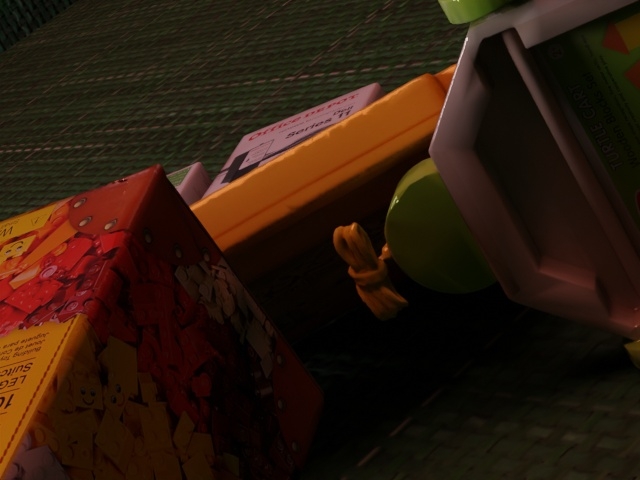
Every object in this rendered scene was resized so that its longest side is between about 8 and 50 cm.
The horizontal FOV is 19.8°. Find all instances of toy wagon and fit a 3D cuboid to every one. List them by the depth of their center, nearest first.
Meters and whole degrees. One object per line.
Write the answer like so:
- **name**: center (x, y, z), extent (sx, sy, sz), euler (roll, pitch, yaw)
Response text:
- **toy wagon**: center (0.168, -0.053, 1.063), extent (0.344, 0.267, 0.068), euler (-23, 19, 21)

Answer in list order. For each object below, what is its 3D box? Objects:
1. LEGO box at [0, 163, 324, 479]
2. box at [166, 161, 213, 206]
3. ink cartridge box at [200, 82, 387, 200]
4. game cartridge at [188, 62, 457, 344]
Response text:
- **LEGO box**: center (-0.286, 0.204, 1.002), extent (0.500, 0.193, 0.372), euler (-18, 31, 29)
- **box**: center (-0.134, 0.005, 1.615), extent (0.101, 0.102, 0.087), euler (-20, 23, 25)
- **ink cartridge box**: center (-0.016, -0.037, 1.569), extent (0.153, 0.087, 0.208), euler (-21, 20, 25)
- **game cartridge**: center (0.000, 0.000, 1.268), extent (0.285, 0.052, 0.323), euler (-30, -12, 3)
